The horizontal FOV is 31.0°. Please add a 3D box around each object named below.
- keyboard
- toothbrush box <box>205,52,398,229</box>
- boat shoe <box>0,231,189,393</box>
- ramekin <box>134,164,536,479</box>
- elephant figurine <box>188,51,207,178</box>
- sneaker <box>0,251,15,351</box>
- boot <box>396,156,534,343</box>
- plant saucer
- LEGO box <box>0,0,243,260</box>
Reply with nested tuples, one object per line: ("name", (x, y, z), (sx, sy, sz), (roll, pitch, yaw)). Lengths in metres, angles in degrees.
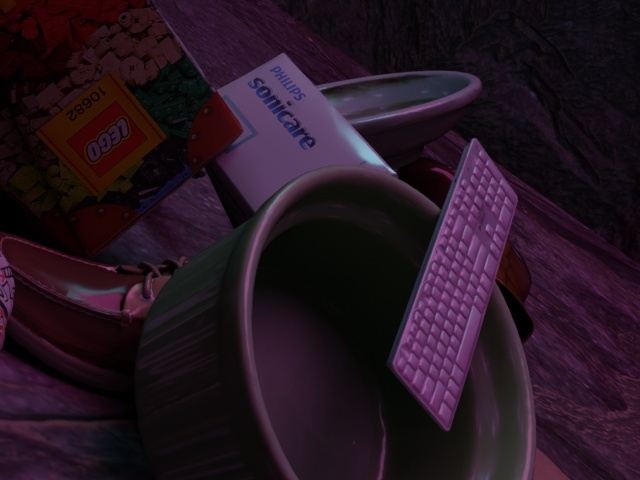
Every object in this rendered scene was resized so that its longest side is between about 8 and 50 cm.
("keyboard", (0.107, 0.025, 0.878), (0.072, 0.014, 0.256), (45, 44, -21))
("toothbrush box", (0.000, 0.000, 1.134), (0.216, 0.126, 0.295), (52, -12, 40))
("boat shoe", (-0.127, 0.063, 0.955), (0.324, 0.116, 0.123), (27, 19, -29))
("ramekin", (0.010, 0.110, 0.858), (0.303, 0.148, 0.303), (23, 55, -38))
("elephant figurine", (-0.257, -0.152, 1.273), (0.239, 0.186, 0.169), (16, 68, -26))
("sneaker", (-0.330, -0.003, 0.781), (0.270, 0.090, 0.145), (36, 15, -14))
("boot", (0.187, 0.007, 1.561), (0.264, 0.096, 0.280), (55, 15, -3))
("plant saucer", (0.038, -0.158, 1.666), (0.400, 0.400, 0.101), (-90, 170, -74))
("LEGO box", (-0.335, -0.271, 1.046), (0.500, 0.193, 0.372), (47, -5, 40))
